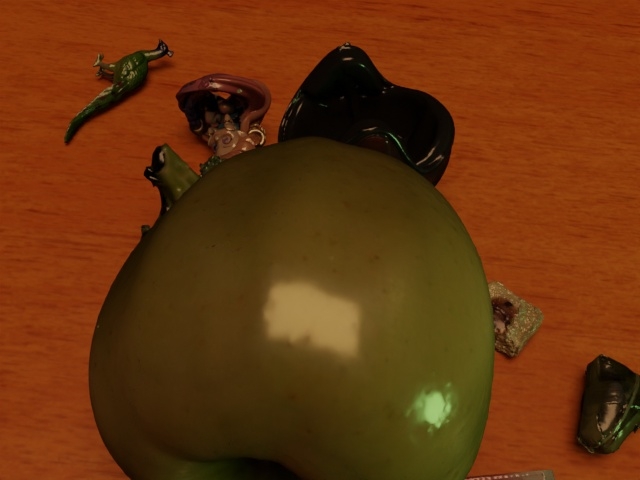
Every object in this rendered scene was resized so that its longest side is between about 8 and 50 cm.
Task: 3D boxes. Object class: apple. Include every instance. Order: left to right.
[{"bbox_3d":[-0.019,0.087,0.598,0.357,0.357,0.357,2,56,-3],"label":"apple"}]

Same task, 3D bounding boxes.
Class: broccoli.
[{"bbox_3d":[-0.145,-0.037,0.766,0.160,0.167,0.154,47,55,-25],"label":"broccoli"}]

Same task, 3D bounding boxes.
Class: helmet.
[{"bbox_3d":[0.055,-0.120,0.818,0.215,0.193,0.189,-8,49,-4],"label":"helmet"}]

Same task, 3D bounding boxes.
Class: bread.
[{"bbox_3d":[0.218,0.090,0.787,0.083,0.035,0.070,39,61,23],"label":"bread"}]

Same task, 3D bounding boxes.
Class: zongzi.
[{"bbox_3d":[0.342,0.196,0.719,0.119,0.055,0.109,25,60,-1],"label":"zongzi"}]

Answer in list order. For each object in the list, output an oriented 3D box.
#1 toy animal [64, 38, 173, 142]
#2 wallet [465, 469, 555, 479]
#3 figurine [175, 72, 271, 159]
[{"bbox_3d":[-0.313,-0.228,0.957,0.075,0.041,0.217,35,65,16],"label":"toy animal"},{"bbox_3d":[0.194,0.342,0.624,0.119,0.025,0.232,-2,57,-6],"label":"wallet"},{"bbox_3d":[-0.116,-0.149,0.887,0.157,0.126,0.114,63,27,4],"label":"figurine"}]
